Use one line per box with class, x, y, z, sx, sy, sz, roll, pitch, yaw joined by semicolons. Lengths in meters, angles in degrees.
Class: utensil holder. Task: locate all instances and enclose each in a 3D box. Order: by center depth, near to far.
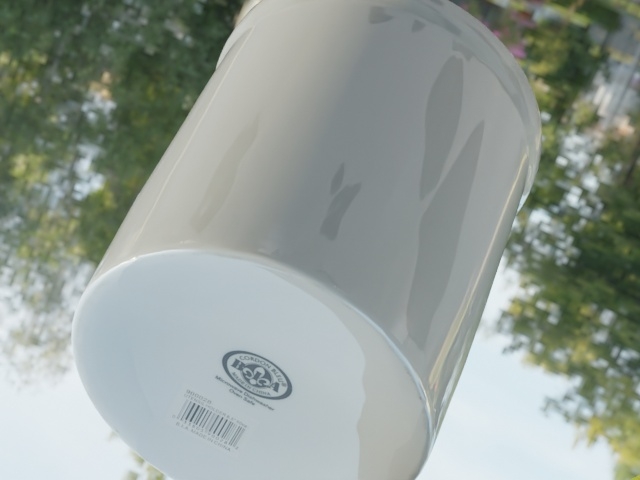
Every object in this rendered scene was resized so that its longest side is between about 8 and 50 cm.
utensil holder;0.000;0.000;1.191;0.327;0.328;0.385;23;-137;2

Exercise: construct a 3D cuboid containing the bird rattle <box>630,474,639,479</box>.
bird rattle;0.418;0.288;1.450;0.143;0.207;0.253;-17;-145;5
